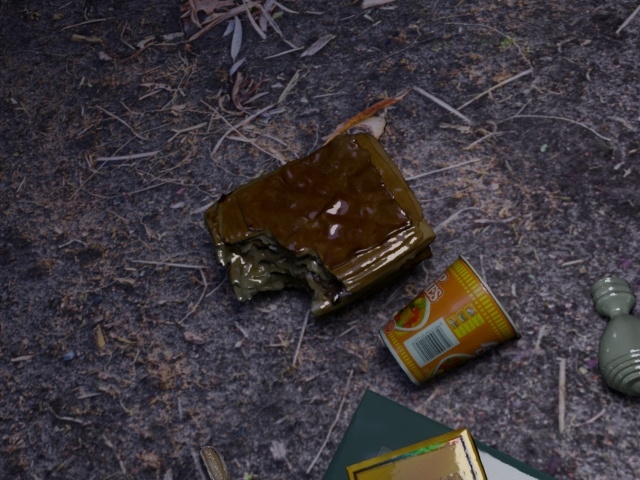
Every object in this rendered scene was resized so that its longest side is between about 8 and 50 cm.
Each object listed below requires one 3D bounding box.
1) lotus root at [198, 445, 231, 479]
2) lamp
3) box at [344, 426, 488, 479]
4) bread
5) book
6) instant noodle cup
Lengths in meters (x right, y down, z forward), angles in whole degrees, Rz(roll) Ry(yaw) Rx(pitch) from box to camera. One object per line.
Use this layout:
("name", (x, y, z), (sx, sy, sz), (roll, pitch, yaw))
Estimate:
("lotus root", (-0.179, 0.389, 1.164), (0.037, 0.030, 0.083), (-16, 54, -26))
("lamp", (0.470, 0.146, 1.046), (0.106, 0.106, 0.193), (-10, 48, 13))
("box", (0.168, 0.438, 0.944), (0.192, 0.084, 0.302), (-22, 58, 9))
("bread", (0.000, 0.000, 1.239), (0.370, 0.191, 0.314), (-30, 60, 6))
("book", (0.172, 0.413, 1.027), (0.379, 0.031, 0.264), (21, 69, 28))
("instant noodle cup", (0.202, 0.141, 1.114), (0.185, 0.168, 0.168), (-36, 55, 6))
